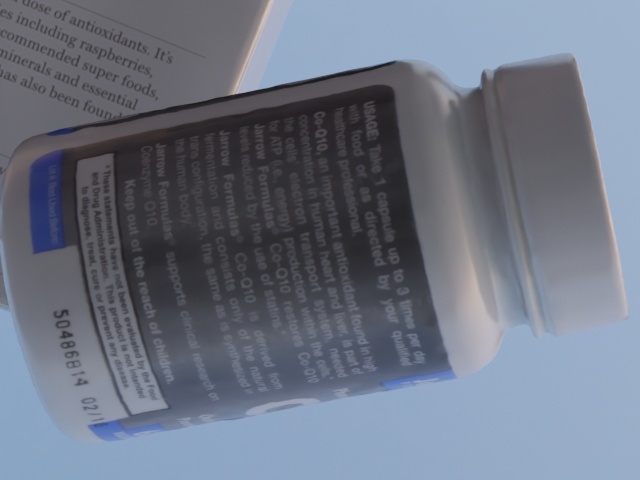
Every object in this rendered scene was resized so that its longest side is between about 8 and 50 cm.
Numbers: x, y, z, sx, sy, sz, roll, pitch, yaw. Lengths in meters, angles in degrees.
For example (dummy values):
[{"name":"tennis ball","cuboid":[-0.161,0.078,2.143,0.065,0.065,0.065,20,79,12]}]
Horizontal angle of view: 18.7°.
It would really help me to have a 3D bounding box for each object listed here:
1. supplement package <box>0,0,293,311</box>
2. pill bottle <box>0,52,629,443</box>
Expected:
[{"name":"supplement package","cuboid":[-0.089,-0.127,0.691,0.177,0.175,0.293,22,-91,-2]},{"name":"pill bottle","cuboid":[0.000,0.000,0.464,0.137,0.078,0.078,-11,-124,8]}]
